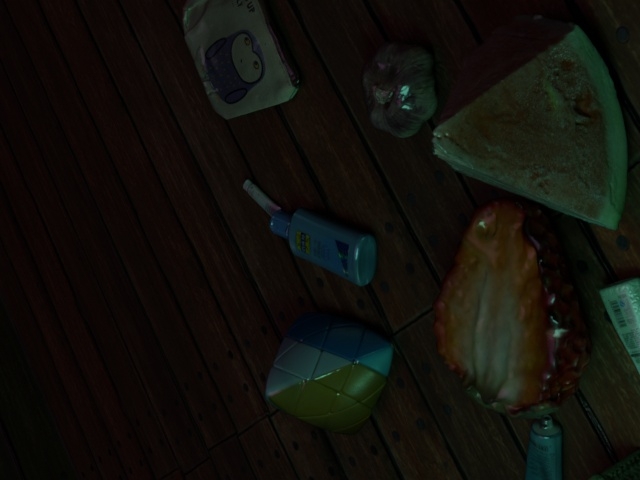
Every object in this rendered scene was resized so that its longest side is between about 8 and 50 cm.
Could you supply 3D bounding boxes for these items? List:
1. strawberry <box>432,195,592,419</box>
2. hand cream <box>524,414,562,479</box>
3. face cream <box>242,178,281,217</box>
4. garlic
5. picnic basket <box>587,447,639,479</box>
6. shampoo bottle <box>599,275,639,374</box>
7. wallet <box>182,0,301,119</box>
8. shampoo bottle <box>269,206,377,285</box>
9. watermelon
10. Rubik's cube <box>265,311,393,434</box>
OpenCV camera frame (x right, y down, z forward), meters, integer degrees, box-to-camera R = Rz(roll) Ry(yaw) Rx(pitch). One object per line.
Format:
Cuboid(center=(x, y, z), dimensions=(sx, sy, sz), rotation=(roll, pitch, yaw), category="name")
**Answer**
Cuboid(center=(0.309, 0.101, 1.503), dimensions=(0.265, 0.149, 0.335), rotation=(12, 102, 55), category="strawberry")
Cuboid(center=(0.365, 0.381, 1.612), dimensions=(0.083, 0.048, 0.224), rotation=(25, 128, 43), category="hand cream")
Cuboid(center=(-0.119, -0.083, 2.034), dimensions=(0.115, 0.020, 0.038), rotation=(44, 132, 30), category="face cream")
Cuboid(center=(0.125, -0.248, 1.616), dimensions=(0.147, 0.102, 0.159), rotation=(42, 131, 35), category="garlic")
Cuboid(center=(0.464, 0.427, 1.413), dimensions=(0.196, 0.154, 0.134), rotation=(43, 133, 32), category="picnic basket")
Cuboid(center=(0.459, 0.148, 1.406), dimensions=(0.069, 0.041, 0.190), rotation=(-25, 84, 46), category="shampoo bottle")
Cuboid(center=(-0.169, -0.401, 1.941), dimensions=(0.275, 0.068, 0.335), rotation=(-26, 84, 49), category="wallet")
Cuboid(center=(0.000, 0.000, 1.889), dimensions=(0.258, 0.061, 0.103), rotation=(24, 121, 44), category="shampoo bottle")
Cuboid(center=(0.297, -0.149, 1.347), dimensions=(0.251, 0.292, 0.283), rotation=(8, 116, 17), category="watermelon")
Cuboid(center=(-0.023, 0.237, 1.881), dimensions=(0.254, 0.254, 0.254), rotation=(21, 119, 45), category="Rubik's cube")
